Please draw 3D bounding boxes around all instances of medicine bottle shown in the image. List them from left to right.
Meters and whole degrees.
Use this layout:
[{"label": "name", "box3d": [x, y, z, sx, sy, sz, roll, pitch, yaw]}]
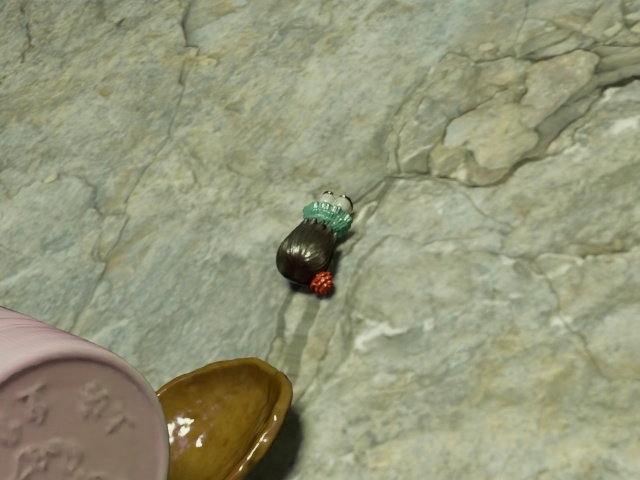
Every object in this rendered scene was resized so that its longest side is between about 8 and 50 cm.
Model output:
[{"label": "medicine bottle", "box3d": [-0.288, 0.146, 0.976, 0.316, 0.202, 0.202, 11, 55, 48]}]

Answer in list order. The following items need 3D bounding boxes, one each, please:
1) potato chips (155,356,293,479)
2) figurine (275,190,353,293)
[{"label": "potato chips", "box3d": [-0.107, 0.179, 0.999, 0.201, 0.049, 0.150, -43, 36, -16]}, {"label": "figurine", "box3d": [0.000, 0.000, 1.120, 0.060, 0.047, 0.106, 28, 52, 2]}]
